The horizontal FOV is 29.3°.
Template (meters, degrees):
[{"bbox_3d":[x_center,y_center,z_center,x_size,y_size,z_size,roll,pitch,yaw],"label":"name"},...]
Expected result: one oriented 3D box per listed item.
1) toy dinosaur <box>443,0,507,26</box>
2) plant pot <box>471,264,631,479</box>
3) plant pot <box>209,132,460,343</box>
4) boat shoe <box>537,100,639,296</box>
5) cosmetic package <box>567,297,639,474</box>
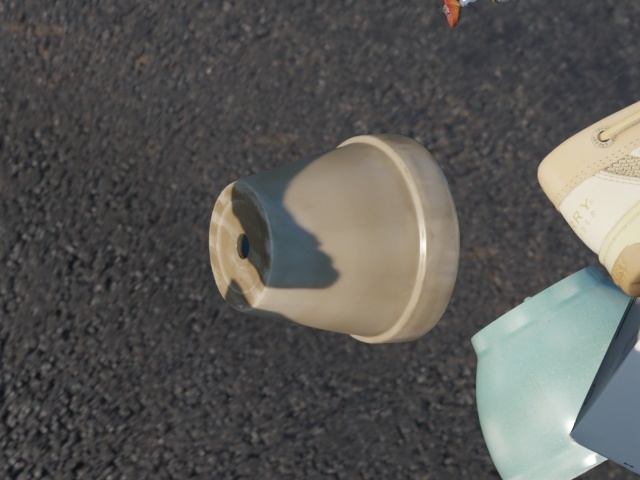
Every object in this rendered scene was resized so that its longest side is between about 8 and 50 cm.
[{"bbox_3d":[0.091,-0.185,0.876,0.090,0.082,0.047,-16,54,-28],"label":"toy dinosaur"},{"bbox_3d":[0.300,0.153,1.447,0.293,0.293,0.196,-25,78,-32],"label":"plant pot"},{"bbox_3d":[0.000,0.000,1.810,0.280,0.323,0.323,-2,70,-32],"label":"plant pot"},{"bbox_3d":[0.292,-0.103,0.749,0.341,0.121,0.110,-32,65,-10],"label":"boat shoe"},{"bbox_3d":[0.342,0.039,1.092,0.097,0.377,0.284,24,73,11],"label":"cosmetic package"}]
